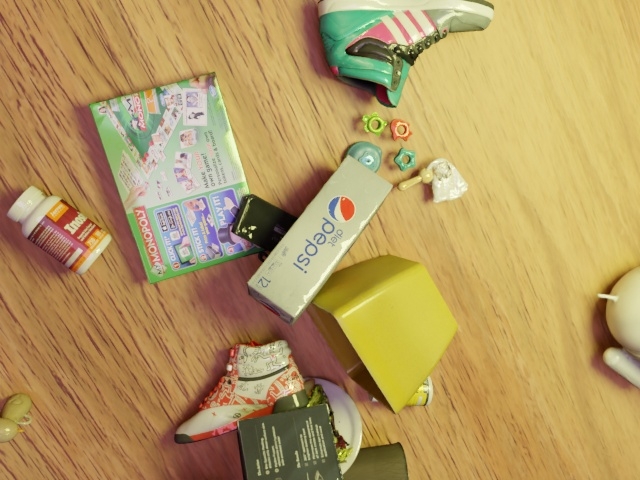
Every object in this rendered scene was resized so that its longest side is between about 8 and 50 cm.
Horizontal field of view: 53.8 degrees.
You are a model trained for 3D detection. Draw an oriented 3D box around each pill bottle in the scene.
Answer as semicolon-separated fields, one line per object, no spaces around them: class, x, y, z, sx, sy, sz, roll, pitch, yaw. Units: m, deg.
pill bottle;-0.432;-0.019;1.042;0.152;0.086;0.086;39;93;-16
pill bottle;0.153;0.289;1.224;0.116;0.065;0.065;2;102;-11

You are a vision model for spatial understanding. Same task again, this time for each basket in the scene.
basket;0.042;0.476;1.200;0.227;0.154;0.204;-2;135;-5

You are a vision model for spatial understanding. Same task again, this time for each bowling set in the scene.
bowling set;-0.646;0.341;1.046;0.287;0.154;0.200;14;99;-12

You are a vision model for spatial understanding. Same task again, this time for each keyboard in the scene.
keyboard;-0.075;0.003;1.110;0.180;0.023;0.108;28;74;-31

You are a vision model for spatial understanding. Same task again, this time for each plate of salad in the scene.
plate of salad;-0.023;0.349;1.163;0.200;0.048;0.200;-1;62;2

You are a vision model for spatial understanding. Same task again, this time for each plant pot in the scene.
plant pot;0.113;0.141;1.123;0.187;0.212;0.212;-34;106;-13

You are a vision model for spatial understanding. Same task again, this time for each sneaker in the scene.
sneaker;0.144;-0.314;1.061;0.295;0.124;0.178;-1;97;-2
sneaker;-0.161;0.273;1.161;0.270;0.090;0.145;-22;76;15

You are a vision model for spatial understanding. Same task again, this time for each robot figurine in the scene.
robot figurine;0.706;0.175;1.228;0.353;0.200;0.300;38;110;-15

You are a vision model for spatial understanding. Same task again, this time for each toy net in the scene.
toy net;0.164;-0.145;1.147;0.232;0.045;0.122;17;97;-15

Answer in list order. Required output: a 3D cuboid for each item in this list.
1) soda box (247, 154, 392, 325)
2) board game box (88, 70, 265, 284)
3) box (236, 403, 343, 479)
soda box;0.000;0.000;1.064;0.098;0.091;0.286;35;73;5
board game box;-0.237;-0.105;1.080;0.213;0.046;0.317;-16;104;-6
box;-0.052;0.374;1.061;0.158;0.093;0.156;-7;63;-12
